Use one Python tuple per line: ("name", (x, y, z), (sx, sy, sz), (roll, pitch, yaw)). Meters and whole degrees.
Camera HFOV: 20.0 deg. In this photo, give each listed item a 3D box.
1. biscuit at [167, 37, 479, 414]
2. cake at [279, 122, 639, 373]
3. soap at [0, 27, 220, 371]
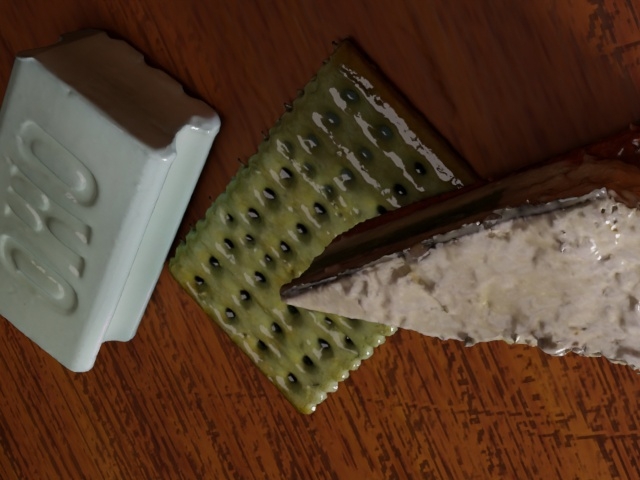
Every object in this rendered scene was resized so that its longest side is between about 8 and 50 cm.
("biscuit", (0.000, 0.000, 1.053), (0.139, 0.016, 0.231), (47, 135, 4))
("cake", (0.090, -0.008, 0.915), (0.220, 0.086, 0.116), (14, 119, 23))
("soap", (-0.148, -0.026, 1.117), (0.119, 0.066, 0.198), (37, 132, 13))
